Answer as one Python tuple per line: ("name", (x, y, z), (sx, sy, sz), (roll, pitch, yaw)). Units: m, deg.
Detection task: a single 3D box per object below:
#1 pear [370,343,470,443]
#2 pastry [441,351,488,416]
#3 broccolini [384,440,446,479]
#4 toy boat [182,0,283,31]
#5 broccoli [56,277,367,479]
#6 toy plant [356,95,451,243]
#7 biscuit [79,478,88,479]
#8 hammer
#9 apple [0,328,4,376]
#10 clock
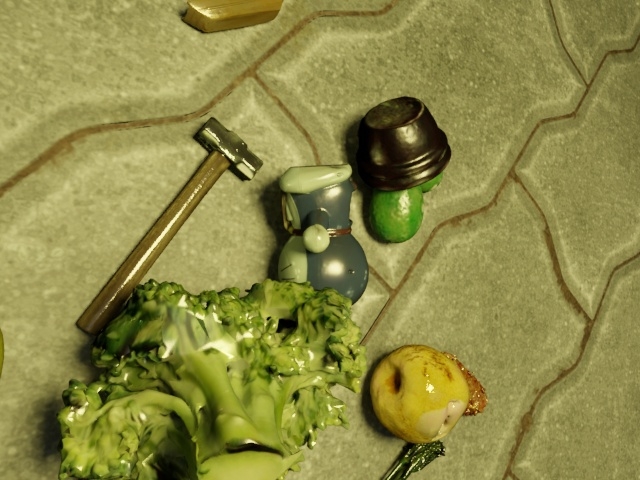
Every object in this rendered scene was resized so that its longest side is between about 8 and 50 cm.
("pear", (0.180, 0.273, 0.826), (0.178, 0.178, 0.177), (5, 81, -31))
("pastry", (0.291, 0.298, 0.950), (0.169, 0.063, 0.087), (44, 61, -18))
("broccolini", (0.144, 0.427, 0.865), (0.201, 0.058, 0.073), (-33, 87, -15))
("toy boat", (-0.141, -0.406, 0.783), (0.201, 0.057, 0.077), (-27, 92, -31))
("broccoli", (-0.127, 0.195, 0.590), (0.339, 0.317, 0.276), (13, 106, 11))
("toy plant", (0.155, -0.132, 0.872), (0.218, 0.176, 0.235), (-51, 135, -32))
("biscuit", (-0.282, 0.359, 0.614), (0.140, 0.023, 0.118), (-40, 104, -28))
("hammer", (-0.225, -0.021, 0.694), (0.111, 0.043, 0.365), (41, 67, -22))
("apple", (-0.427, 0.132, 0.462), (0.157, 0.196, 0.196), (8, 79, -7))
("clock", (0.000, 0.000, 0.743), (0.147, 0.199, 0.243), (-5, 98, 0))
